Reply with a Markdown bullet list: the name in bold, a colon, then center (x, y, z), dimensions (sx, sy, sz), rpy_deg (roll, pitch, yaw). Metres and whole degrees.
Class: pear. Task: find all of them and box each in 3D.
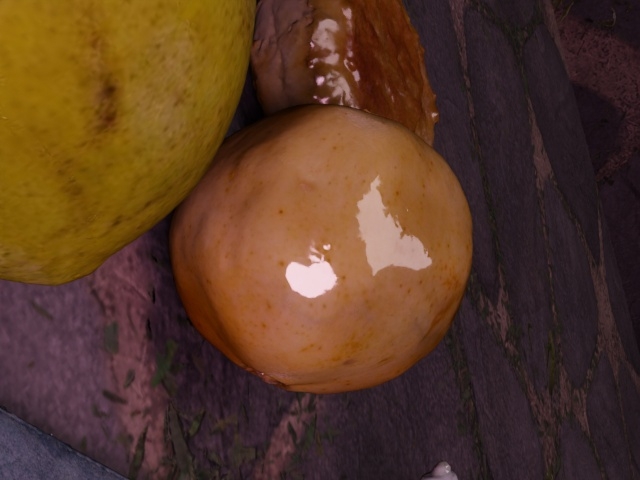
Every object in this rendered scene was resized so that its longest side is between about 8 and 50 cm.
- **pear**: center (-0.152, -0.117, 0.387), dimensions (0.307, 0.253, 0.252), rpy_deg (63, 30, -42)

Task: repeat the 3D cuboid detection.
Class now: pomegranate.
- **pomegranate**: center (-0.001, 0.007, 0.666), dimensions (0.233, 0.233, 0.233), rpy_deg (32, 53, -56)

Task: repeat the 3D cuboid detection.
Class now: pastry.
- **pastry**: center (0.019, -0.153, 0.869), dimensions (0.236, 0.121, 0.256), rpy_deg (31, 56, -51)

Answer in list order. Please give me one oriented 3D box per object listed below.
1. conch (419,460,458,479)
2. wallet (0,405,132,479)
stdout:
- **conch**: center (0.057, 0.365, 0.681), dimensions (0.249, 0.197, 0.367), rpy_deg (1, 73, -42)
- **wallet**: center (-0.155, 0.156, 0.418), dimensions (0.379, 0.046, 0.190), rpy_deg (49, 17, -47)
